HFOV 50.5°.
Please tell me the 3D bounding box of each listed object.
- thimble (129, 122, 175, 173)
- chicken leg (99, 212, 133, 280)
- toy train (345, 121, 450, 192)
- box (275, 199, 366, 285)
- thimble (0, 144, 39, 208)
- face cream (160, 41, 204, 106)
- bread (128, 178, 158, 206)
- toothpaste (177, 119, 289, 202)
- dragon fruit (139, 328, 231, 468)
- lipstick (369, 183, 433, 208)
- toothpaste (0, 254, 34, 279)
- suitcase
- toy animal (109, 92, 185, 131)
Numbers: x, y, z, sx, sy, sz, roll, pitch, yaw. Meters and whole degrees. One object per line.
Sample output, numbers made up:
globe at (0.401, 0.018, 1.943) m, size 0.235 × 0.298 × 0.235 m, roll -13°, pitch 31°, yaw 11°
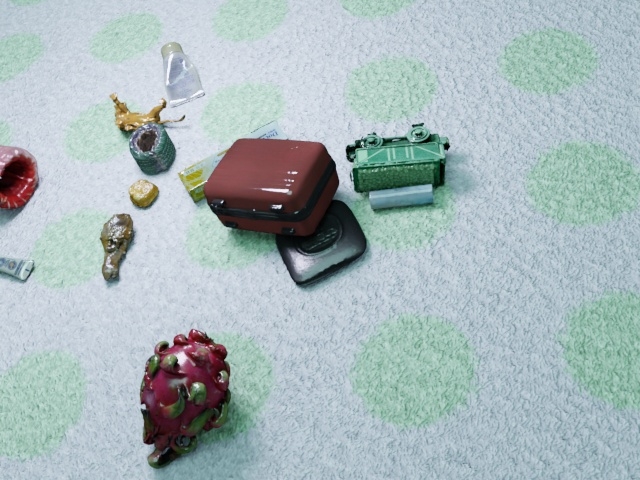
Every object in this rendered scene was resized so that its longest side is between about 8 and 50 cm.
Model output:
thimble at (-0.487, -0.266, 1.954) m, size 0.118 × 0.090 × 0.135 m, roll -10°, pitch 56°, yaw 10°
chicken leg at (-0.545, 0.018, 1.793) m, size 0.084 × 0.069 × 0.198 m, roll 6°, pitch 62°, yaw -11°
toy train at (0.200, -0.207, 1.735) m, size 0.269 × 0.115 × 0.154 m, roll -4°, pitch 54°, yaw 4°
box at (0.000, 0.000, 1.678) m, size 0.212 × 0.042 × 0.201 m, roll -26°, pitch 52°, yaw -4°
thimble at (-0.914, -0.183, 1.956) m, size 0.125 × 0.163 × 0.190 m, roll 10°, pitch 52°, yaw 21°
face cream at (-0.448, -0.523, 2.150) m, size 0.114 × 0.070 × 0.224 m, roll -22°, pitch 66°, yaw -1°
bread at (-0.494, -0.133, 1.890) m, size 0.081 × 0.046 × 0.083 m, roll -6°, pitch 53°, yaw 3°
toothpaste at (-0.234, -0.218, 1.874) m, size 0.312 × 0.071 × 0.089 m, roll -29°, pitch 58°, yaw -8°
dragon fruit at (-0.292, 0.327, 1.437) m, size 0.218 × 0.273 × 0.198 m, roll 33°, pitch 33°, yaw 7°
lipstick at (0.203, -0.109, 1.701) m, size 0.157 × 0.048 × 0.048 m, roll -6°, pitch 55°, yaw 10°
toothpaste at (-0.892, 0.058, 1.860) m, size 0.239 × 0.039 × 0.062 m, roll 11°, pitch 63°, yaw 18°
suitcase at (-0.121, -0.138, 1.703) m, size 0.297 × 0.161 × 0.236 m, roll 6°, pitch 51°, yaw 30°
toy animal at (-0.523, -0.364, 2.040) m, size 0.255 × 0.116 × 0.114 m, roll 10°, pitch 82°, yaw 14°
